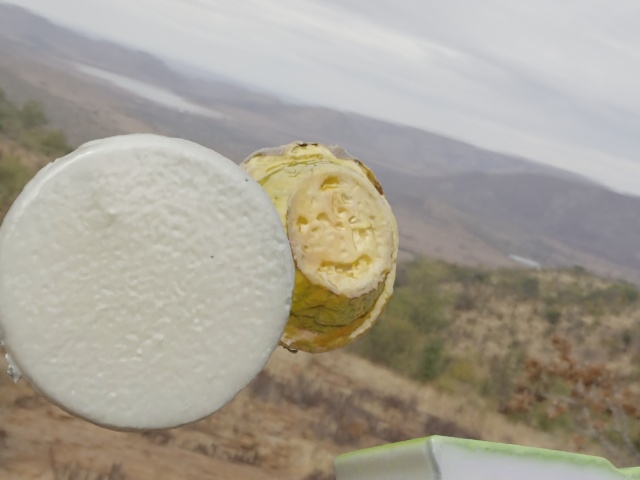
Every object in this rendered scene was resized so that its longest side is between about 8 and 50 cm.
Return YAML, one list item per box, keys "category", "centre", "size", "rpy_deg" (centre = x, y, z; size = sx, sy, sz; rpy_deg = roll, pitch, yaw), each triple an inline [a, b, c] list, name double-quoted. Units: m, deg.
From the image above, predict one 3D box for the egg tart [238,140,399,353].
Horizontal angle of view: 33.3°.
- category: "egg tart"
  centre: [0.000, 0.000, 1.324]
  size: [0.288, 0.288, 0.118]
  rpy_deg: [13, -21, -31]

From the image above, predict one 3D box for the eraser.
- category: "eraser"
  centre: [0.138, 0.234, 0.941]
  size: [0.210, 0.092, 0.274]
  rpy_deg: [10, -18, -11]

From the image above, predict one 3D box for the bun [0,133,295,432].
- category: "bun"
  centre: [-0.162, 0.032, 0.974]
  size: [0.263, 0.263, 0.175]
  rpy_deg: [16, 2, -10]
